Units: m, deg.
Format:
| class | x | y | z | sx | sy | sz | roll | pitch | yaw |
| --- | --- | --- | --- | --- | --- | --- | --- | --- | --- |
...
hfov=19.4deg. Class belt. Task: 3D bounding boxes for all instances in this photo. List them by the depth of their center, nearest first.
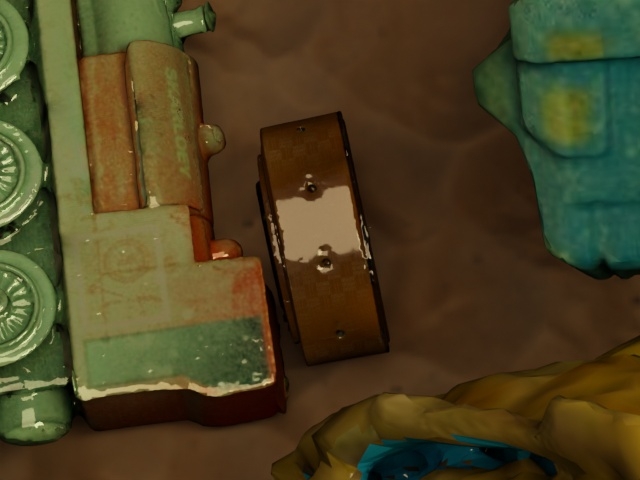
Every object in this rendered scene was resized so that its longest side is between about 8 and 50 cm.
| class | x | y | z | sx | sy | sz | roll | pitch | yaw |
| --- | --- | --- | --- | --- | --- | --- | --- | --- | --- |
| belt | 0.000 | 0.000 | 0.636 | 0.036 | 0.059 | 0.083 | -11 | 87 | 1 |

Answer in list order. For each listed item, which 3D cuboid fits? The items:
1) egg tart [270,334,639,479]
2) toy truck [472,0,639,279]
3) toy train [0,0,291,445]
| class | x | y | z | sx | sy | sz | roll | pitch | yaw |
| --- | --- | --- | --- | --- | --- | --- | --- | --- | --- |
| egg tart | 0.158 | 0.128 | 0.438 | 0.388 | 0.388 | 0.169 | 28 | 70 | 9 |
| toy truck | 0.128 | -0.089 | 0.544 | 0.155 | 0.279 | 0.156 | -2 | 107 | 13 |
| toy train | -0.077 | -0.018 | 0.638 | 0.118 | 0.074 | 0.176 | -6 | 71 | -3 |
